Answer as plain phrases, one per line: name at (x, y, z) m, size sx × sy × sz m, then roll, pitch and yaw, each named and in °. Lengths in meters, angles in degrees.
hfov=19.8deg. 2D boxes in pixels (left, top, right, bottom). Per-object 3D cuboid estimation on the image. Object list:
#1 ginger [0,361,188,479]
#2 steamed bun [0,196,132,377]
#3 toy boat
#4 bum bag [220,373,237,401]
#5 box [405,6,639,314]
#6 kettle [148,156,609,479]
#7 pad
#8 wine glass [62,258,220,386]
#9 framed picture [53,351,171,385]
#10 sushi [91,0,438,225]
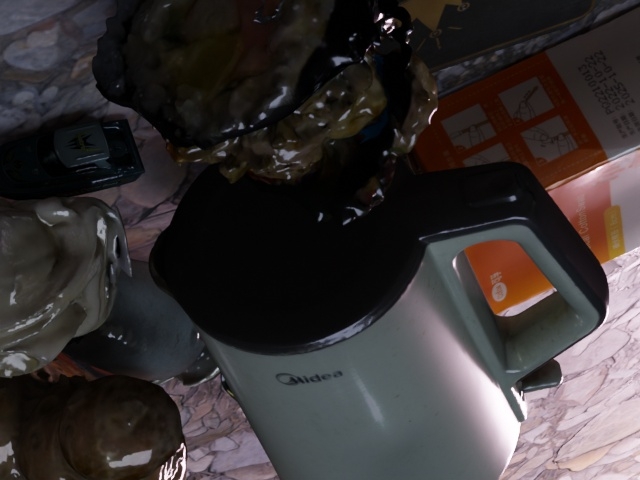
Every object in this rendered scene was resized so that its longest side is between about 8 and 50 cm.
ginger at (-0.235, 0.177, 1.691) m, size 0.304 × 0.155 × 0.244 m, roll 3°, pitch 158°, yaw 32°
steamed bun at (-0.260, 0.043, 1.507) m, size 0.211 × 0.144 × 0.218 m, roll -3°, pitch 168°, yaw -6°
toy boat at (-0.220, -0.063, 1.514) m, size 0.141 × 0.055 × 0.060 m, roll -12°, pitch 158°, yaw -21°
bum bag at (0.001, 0.115, 2.002) m, size 0.233 × 0.060 × 0.106 m, roll -22°, pitch 161°, yaw -3°
box at (0.260, -0.082, 1.789) m, size 0.341 × 0.143 × 0.225 m, roll -26°, pitch 152°, yaw -2°
kettle at (0.076, 0.074, 1.625) m, size 0.361 × 0.250 × 0.376 m, roll -8°, pitch 148°, yaw 13°
pad at (0.104, -0.204, 1.535) m, size 0.375 × 0.063 × 0.315 m, roll -21°, pitch 152°, yaw -11°
wine glass at (-0.173, 0.075, 1.731) m, size 0.111 × 0.111 × 0.204 m, roll -38°, pitch 148°, yaw 22°
framed picture at (-0.280, 0.157, 1.889) m, size 0.273 × 0.016 × 0.216 m, roll -28°, pitch 152°, yaw 4°
sushi at (-0.026, -0.133, 1.369) m, size 0.225 × 0.238 × 0.219 m, roll -40°, pitch 132°, yaw 13°
